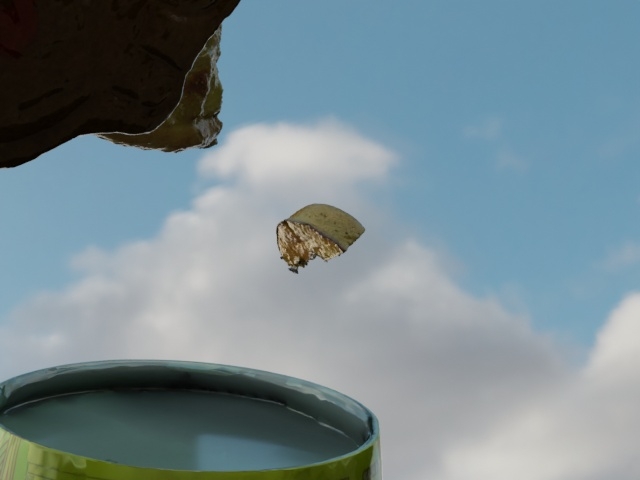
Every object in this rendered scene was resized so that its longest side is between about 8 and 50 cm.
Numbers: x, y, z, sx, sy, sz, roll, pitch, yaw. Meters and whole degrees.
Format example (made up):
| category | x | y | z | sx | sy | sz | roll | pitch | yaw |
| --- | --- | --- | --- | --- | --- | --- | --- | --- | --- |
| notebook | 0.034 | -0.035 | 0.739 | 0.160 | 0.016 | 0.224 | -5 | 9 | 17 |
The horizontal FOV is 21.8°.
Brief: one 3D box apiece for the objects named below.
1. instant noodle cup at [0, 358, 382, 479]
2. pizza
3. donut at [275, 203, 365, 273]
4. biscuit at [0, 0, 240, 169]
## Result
| category | x | y | z | sx | sy | sz | roll | pitch | yaw |
| --- | --- | --- | --- | --- | --- | --- | --- | --- | --- |
| instant noodle cup | -0.087 | 0.204 | 0.987 | 0.311 | 0.311 | 0.221 | 0 | -78 | -31 |
| pizza | -0.158 | -0.226 | 1.655 | 0.280 | 0.075 | 0.287 | 4 | -67 | -48 |
| donut | 0.000 | 0.000 | 1.285 | 0.038 | 0.067 | 0.083 | -51 | -20 | -26 |
| biscuit | -0.137 | -0.160 | 0.795 | 0.257 | 0.049 | 0.273 | -7 | -61 | -35 |
